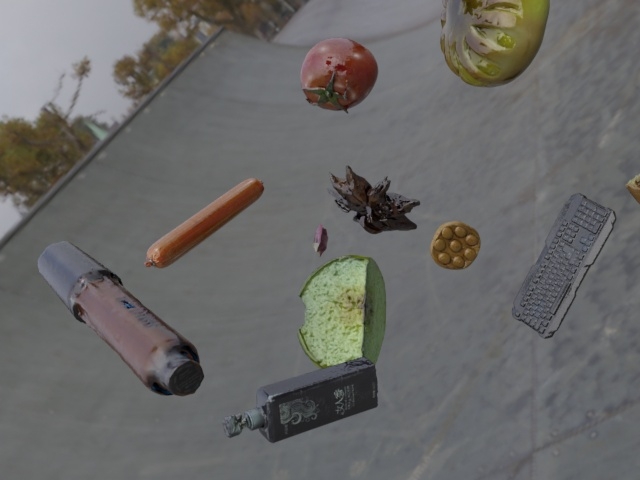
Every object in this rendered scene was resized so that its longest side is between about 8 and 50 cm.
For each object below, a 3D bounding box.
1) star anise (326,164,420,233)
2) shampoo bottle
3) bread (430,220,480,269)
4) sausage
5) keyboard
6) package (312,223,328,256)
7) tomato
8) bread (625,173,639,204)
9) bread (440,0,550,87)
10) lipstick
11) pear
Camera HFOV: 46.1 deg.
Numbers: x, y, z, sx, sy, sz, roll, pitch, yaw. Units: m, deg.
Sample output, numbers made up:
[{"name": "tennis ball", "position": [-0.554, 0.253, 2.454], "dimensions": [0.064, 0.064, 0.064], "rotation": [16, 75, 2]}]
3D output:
[{"name": "star anise", "position": [0.115, -0.078, 1.846], "dimensions": [0.272, 0.272, 0.103], "rotation": [-25, 35, 62]}, {"name": "shampoo bottle", "position": [-0.036, 0.307, 1.413], "dimensions": [0.309, 0.098, 0.071], "rotation": [-12, 23, -27]}, {"name": "bread", "position": [0.282, 0.011, 1.569], "dimensions": [0.110, 0.110, 0.024], "rotation": [-48, 14, 7]}, {"name": "sausage", "position": [-0.224, -0.038, 1.497], "dimensions": [0.348, 0.053, 0.053], "rotation": [-41, 4, -42]}, {"name": "keyboard", "position": [0.437, 0.046, 1.367], "dimensions": [0.106, 0.016, 0.262], "rotation": [39, 112, 44]}, {"name": "package", "position": [0.000, 0.000, 1.474], "dimensions": [0.083, 0.029, 0.059], "rotation": [58, -137, -82]}, {"name": "tomato", "position": [0.044, -0.362, 1.620], "dimensions": [0.167, 0.167, 0.167], "rotation": [-47, 14, 15]}, {"name": "bread", "position": [0.473, -0.113, 0.938], "dimensions": [0.049, 0.088, 0.226], "rotation": [-50, 6, -30]}, {"name": "bread", "position": [0.247, -0.337, 1.122], "dimensions": [0.213, 0.104, 0.214], "rotation": [0, 90, 63]}, {"name": "lipstick", "position": [-0.264, 0.090, 0.956], "dimensions": [0.077, 0.077, 0.418], "rotation": [-52, 40, -10]}, {"name": "pear", "position": [0.061, 0.175, 1.771], "dimensions": [0.159, 0.293, 0.292], "rotation": [1, 37, 20]}]
